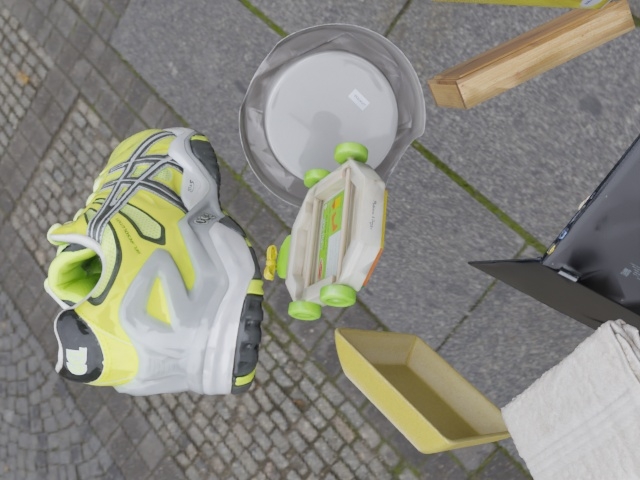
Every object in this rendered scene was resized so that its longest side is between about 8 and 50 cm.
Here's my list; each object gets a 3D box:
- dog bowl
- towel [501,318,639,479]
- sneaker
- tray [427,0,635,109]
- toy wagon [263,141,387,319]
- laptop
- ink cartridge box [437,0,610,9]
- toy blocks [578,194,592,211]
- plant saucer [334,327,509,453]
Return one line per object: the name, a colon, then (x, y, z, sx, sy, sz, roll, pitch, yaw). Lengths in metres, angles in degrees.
dog bowl: (0.019, -0.232, 1.367, 0.349, 0.348, 0.102, -60, 16, 13)
towel: (0.363, 0.249, 0.975, 0.282, 0.049, 0.187, -58, 43, 46)
sneaker: (-0.164, -0.011, 0.635, 0.385, 0.147, 0.145, -130, 45, -58)
tray: (0.463, -0.419, 1.628, 0.411, 0.203, 0.076, -27, 105, -3)
toy wagon: (0.000, 0.000, 1.236, 0.344, 0.068, 0.267, -32, 47, 58)
laptop: (0.509, 0.022, 1.113, 0.382, 0.236, 0.408, 26, 117, -10)
ink cartridge box: (0.211, -0.331, 0.761, 0.307, 0.303, 0.072, -1, 88, -2)
toy blocks: (0.588, -0.064, 1.424, 0.123, 0.148, 0.054, 15, 82, 7)
plant saucer: (0.206, 0.317, 1.486, 0.333, 0.333, 0.081, 43, 108, 35)
